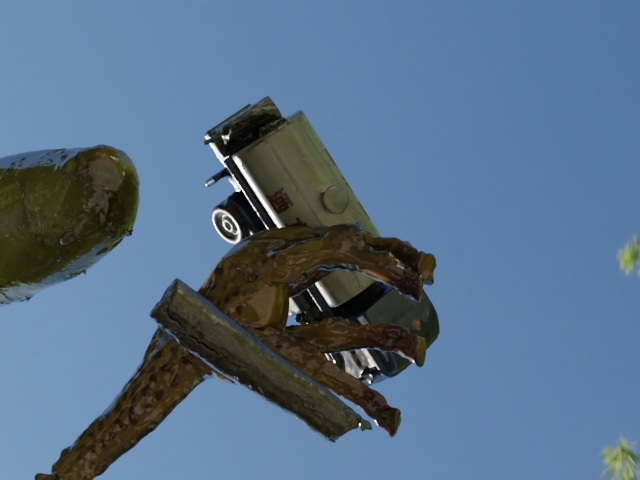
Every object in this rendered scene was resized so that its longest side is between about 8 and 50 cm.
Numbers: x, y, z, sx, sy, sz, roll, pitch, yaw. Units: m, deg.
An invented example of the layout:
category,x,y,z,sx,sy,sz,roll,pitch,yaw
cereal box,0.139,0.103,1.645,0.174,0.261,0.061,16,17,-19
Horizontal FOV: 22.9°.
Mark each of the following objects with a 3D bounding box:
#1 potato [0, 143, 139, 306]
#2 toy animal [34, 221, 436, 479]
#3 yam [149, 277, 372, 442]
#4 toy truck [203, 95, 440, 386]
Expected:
category,x,y,z,sx,sy,sz,roll,pitch,yaw
potato,-0.196,-0.014,1.080,0.188,0.085,0.105,-18,-101,34
toy animal,-0.055,0.075,0.942,0.275,0.054,0.149,-19,-107,8
yam,-0.030,0.067,0.811,0.129,0.033,0.027,36,-90,-7
toy truck,0.000,0.000,1.042,0.074,0.088,0.202,-37,-82,-36
